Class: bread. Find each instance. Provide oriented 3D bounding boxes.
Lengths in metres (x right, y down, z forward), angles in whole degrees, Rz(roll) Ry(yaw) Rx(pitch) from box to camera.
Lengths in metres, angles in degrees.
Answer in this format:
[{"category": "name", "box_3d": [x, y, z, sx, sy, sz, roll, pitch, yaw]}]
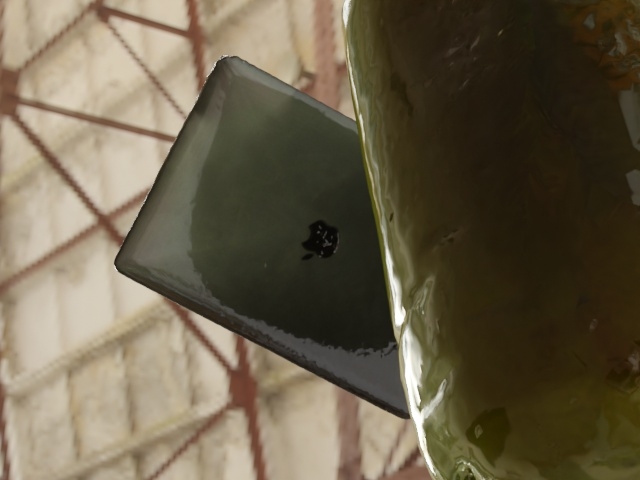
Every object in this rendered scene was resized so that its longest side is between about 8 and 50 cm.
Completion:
[{"category": "bread", "box_3d": [0.154, -0.031, 0.871, 0.208, 0.251, 0.376, 98, -14, -60]}]

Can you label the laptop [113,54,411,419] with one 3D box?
[{"category": "laptop", "box_3d": [0.000, 0.000, 1.229, 0.187, 0.269, 0.015, -63, -168, -6]}]
